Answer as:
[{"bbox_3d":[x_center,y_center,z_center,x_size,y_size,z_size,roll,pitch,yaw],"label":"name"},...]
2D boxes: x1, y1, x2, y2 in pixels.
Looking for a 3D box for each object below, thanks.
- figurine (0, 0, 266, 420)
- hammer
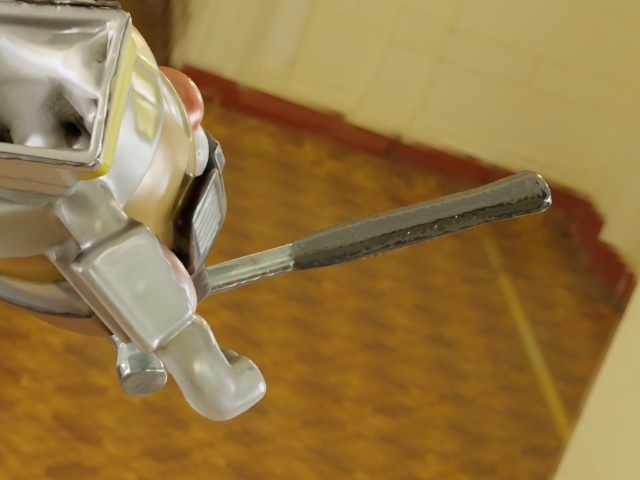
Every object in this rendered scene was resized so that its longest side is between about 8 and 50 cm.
[{"bbox_3d":[-0.126,-0.048,0.908,0.143,0.308,0.308,-15,21,1],"label":"figurine"},{"bbox_3d":[0.000,0.000,1.047,0.246,0.029,0.103,-17,59,-6],"label":"hammer"}]
